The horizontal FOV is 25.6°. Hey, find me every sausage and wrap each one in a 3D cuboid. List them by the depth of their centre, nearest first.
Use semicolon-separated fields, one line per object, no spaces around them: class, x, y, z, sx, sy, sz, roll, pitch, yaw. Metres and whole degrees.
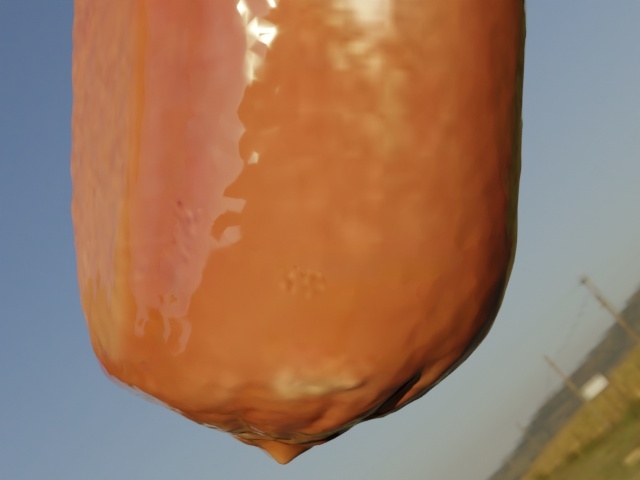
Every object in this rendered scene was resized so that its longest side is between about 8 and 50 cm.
sausage;-0.005;-0.055;0.431;0.148;0.148;0.254;-6;-77;-67
